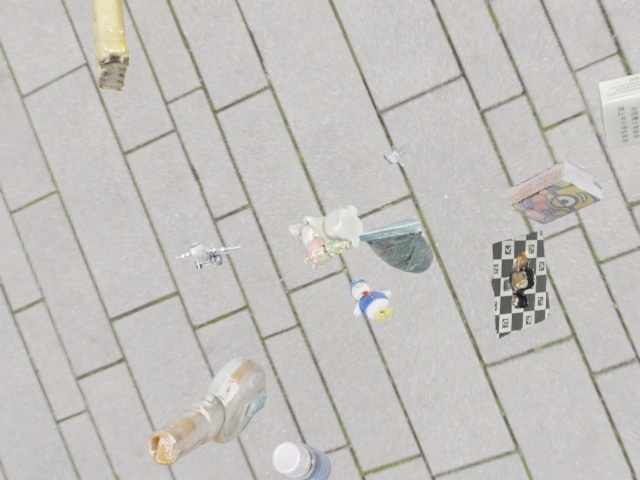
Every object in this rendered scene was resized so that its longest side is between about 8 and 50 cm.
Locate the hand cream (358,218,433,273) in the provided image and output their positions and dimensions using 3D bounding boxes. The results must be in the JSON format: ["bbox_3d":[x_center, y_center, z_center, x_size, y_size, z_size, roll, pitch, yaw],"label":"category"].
[{"bbox_3d":[0.122,0.012,0.904,0.075,0.248,0.052,-35,74,9],"label":"hand cream"}]

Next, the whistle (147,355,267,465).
[{"bbox_3d":[-0.119,0.199,0.743,0.057,0.220,0.107,24,103,17],"label":"whistle"}]

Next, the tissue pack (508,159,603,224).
[{"bbox_3d":[0.461,-0.093,1.261,0.108,0.148,0.060,22,61,-23],"label":"tissue pack"}]

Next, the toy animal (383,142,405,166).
[{"bbox_3d":[0.172,-0.183,1.392,0.050,0.084,0.028,47,137,14],"label":"toy animal"}]

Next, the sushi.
[{"bbox_3d":[0.427,0.092,1.413,0.040,0.192,0.210,5,104,55],"label":"sushi"}]

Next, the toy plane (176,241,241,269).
[{"bbox_3d":[-0.274,0.034,1.521,0.162,0.171,0.066,-10,93,7],"label":"toy plane"}]

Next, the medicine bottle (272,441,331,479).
[{"bbox_3d":[-0.043,0.499,1.433,0.083,0.203,0.084,-9,63,18],"label":"medicine bottle"}]

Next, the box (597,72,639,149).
[{"bbox_3d":[0.735,-0.292,1.356,0.259,0.168,0.071,-11,54,22],"label":"box"}]

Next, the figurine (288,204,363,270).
[{"bbox_3d":[-0.006,-0.005,1.099,0.146,0.098,0.081,-18,119,38],"label":"figurine"}]

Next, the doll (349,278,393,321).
[{"bbox_3d":[0.107,0.130,1.423,0.098,0.143,0.058,-28,130,-13],"label":"doll"}]

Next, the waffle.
[{"bbox_3d":[-0.166,-0.133,0.508,0.023,0.153,0.098,-4,66,-19],"label":"waffle"}]
